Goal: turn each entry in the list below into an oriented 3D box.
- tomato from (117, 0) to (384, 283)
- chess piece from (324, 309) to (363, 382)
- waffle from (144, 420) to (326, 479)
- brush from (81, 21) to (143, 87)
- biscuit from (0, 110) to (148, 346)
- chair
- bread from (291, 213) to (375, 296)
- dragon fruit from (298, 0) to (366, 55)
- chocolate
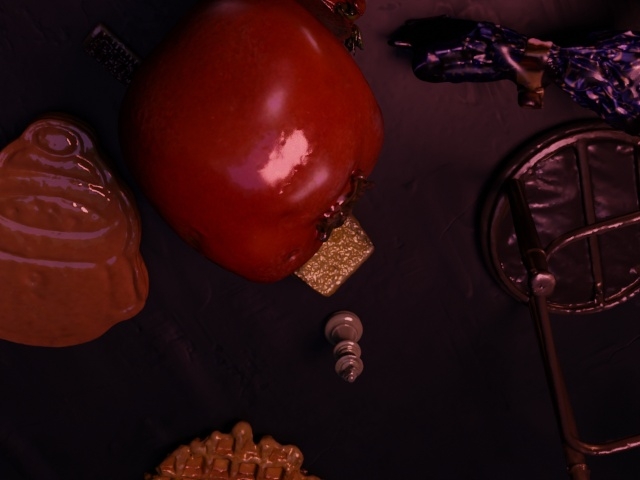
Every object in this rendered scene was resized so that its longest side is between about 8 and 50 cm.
[{"bbox_3d":[-0.074,-0.123,0.951,0.290,0.325,0.293,39,98,9],"label":"tomato"},{"bbox_3d":[0.036,0.161,1.191,0.059,0.149,0.059,-1,115,-1],"label":"chess piece"},{"bbox_3d":[-0.139,0.440,1.357,0.307,0.060,0.312,-40,109,14],"label":"waffle"},{"bbox_3d":[-0.207,-0.184,1.079,0.043,0.036,0.248,-39,112,23],"label":"brush"},{"bbox_3d":[-0.400,-0.003,1.127,0.312,0.057,0.351,-1,117,-7],"label":"biscuit"},{"bbox_3d":[0.401,0.052,1.023,0.361,0.410,0.365,-17,115,3],"label":"chair"},{"bbox_3d":[0.000,0.000,1.137,0.114,0.111,0.129,-38,117,9],"label":"bread"},{"bbox_3d":[-0.011,-0.314,0.988,0.138,0.142,0.175,3,96,32],"label":"dragon fruit"},{"bbox_3d":[0.247,-0.219,1.002,0.343,0.148,0.126,14,149,10],"label":"chocolate"}]
